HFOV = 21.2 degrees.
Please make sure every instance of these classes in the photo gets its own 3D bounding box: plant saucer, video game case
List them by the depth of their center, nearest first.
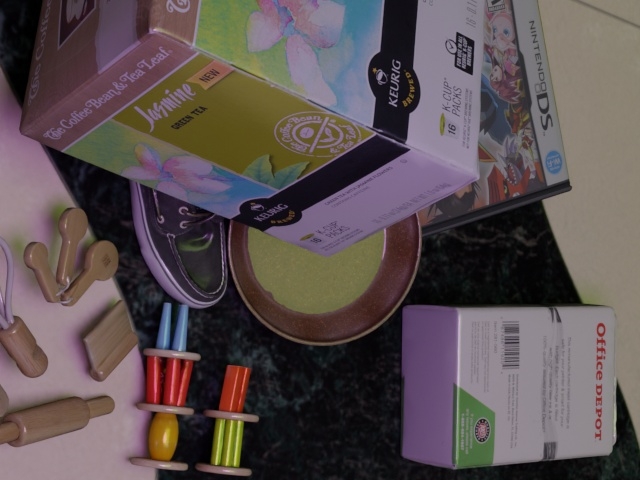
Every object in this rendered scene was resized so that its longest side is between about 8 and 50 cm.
[{"bbox_3d":[0.000,0.000,1.629,0.199,0.036,0.198,-2,95,-23],"label":"plant saucer"},{"bbox_3d":[0.130,-0.140,1.742,0.275,0.035,0.248,-17,100,-35],"label":"video game case"}]

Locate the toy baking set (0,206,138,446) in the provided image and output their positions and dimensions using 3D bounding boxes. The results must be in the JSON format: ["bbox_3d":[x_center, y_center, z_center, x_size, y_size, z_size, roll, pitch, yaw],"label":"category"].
[{"bbox_3d":[-0.246,0.077,1.435,0.256,0.030,0.196,-18,107,-54],"label":"toy baking set"}]

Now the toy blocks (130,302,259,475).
[{"bbox_3d":[-0.108,0.136,1.559,0.123,0.054,0.148,10,84,-35],"label":"toy blocks"}]

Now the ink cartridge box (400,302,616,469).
[{"bbox_3d":[0.195,0.145,1.755,0.219,0.092,0.160,2,90,-36],"label":"ink cartridge box"}]

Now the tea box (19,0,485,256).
[{"bbox_3d":[-0.045,-0.211,1.442,0.323,0.220,0.329,20,60,-30],"label":"tea box"}]

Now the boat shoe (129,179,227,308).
[{"bbox_3d":[-0.121,-0.047,1.534,0.080,0.076,0.228,-18,101,-35],"label":"boat shoe"}]
